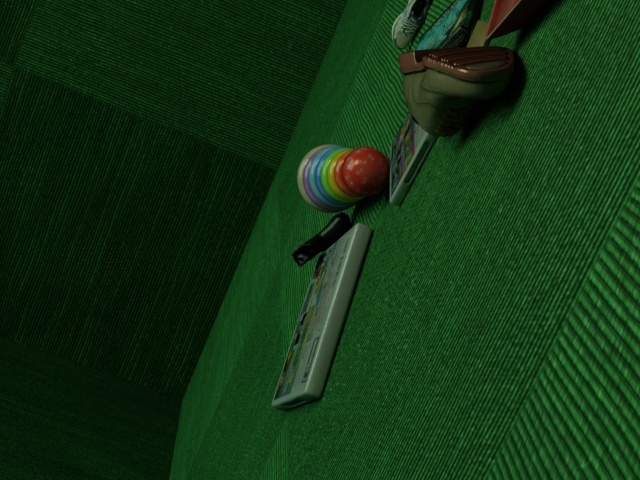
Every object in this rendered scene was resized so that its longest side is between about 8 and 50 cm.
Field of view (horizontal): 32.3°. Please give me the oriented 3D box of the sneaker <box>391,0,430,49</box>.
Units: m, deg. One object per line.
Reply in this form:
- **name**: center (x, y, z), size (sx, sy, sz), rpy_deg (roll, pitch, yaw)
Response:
- **sneaker**: center (0.190, -0.462, 2.310), size (0.058, 0.052, 0.135), rpy_deg (-105, 36, -68)

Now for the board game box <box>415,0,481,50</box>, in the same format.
- **board game box**: center (0.213, -0.351, 1.900), size (0.186, 0.026, 0.126), rpy_deg (-43, 23, 53)

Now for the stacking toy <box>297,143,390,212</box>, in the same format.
- **stacking toy**: center (0.059, -0.125, 2.111), size (0.330, 0.141, 0.141), rpy_deg (-178, 109, -75)

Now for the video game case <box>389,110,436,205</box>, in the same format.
- **video game case**: center (0.166, -0.183, 1.908), size (0.201, 0.023, 0.183), rpy_deg (-84, 18, -56)

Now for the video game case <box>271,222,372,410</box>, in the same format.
- **video game case**: center (-0.001, 0.153, 2.096), size (0.300, 0.036, 0.329), rpy_deg (138, 151, -71)

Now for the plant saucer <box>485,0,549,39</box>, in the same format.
- **plant saucer**: center (0.318, -0.421, 1.472), size (0.258, 0.047, 0.259), rpy_deg (132, 158, -67)

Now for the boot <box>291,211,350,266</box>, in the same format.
- **boot**: center (0.000, -0.001, 2.231), size (0.099, 0.045, 0.121), rpy_deg (-29, -14, -50)

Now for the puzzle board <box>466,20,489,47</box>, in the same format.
- **puzzle board**: center (0.239, -0.285, 1.747), size (0.096, 0.011, 0.128), rpy_deg (-112, 43, -75)

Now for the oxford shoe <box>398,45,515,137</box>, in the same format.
- **oxford shoe**: center (0.201, -0.212, 1.595), size (0.348, 0.122, 0.130), rpy_deg (-126, 31, -78)
